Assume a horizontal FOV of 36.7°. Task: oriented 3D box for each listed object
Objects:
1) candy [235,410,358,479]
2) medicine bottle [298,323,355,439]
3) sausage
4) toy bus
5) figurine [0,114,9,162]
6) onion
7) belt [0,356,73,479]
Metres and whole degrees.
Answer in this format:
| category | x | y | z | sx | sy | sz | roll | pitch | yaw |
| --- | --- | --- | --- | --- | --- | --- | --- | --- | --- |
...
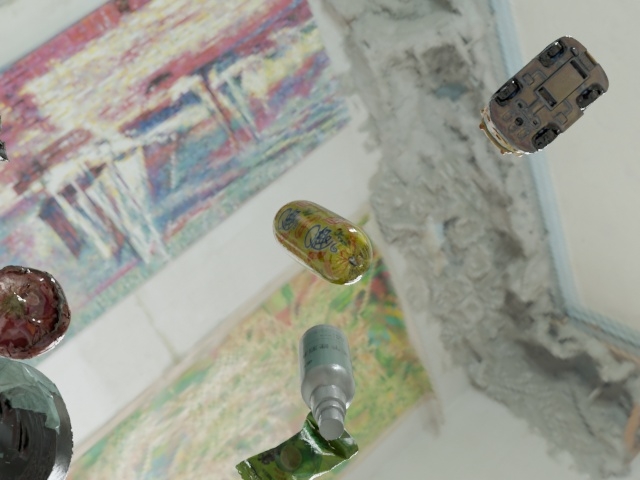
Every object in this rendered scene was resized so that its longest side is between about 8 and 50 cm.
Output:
| category | x | y | z | sx | sy | sz | roll | pitch | yaw |
| --- | --- | --- | --- | --- | --- | --- | --- | --- | --- |
| candy | -0.053 | 0.470 | 2.062 | 0.149 | 0.246 | 0.069 | 41 | -35 | 33 |
| medicine bottle | 0.013 | 0.283 | 1.911 | 0.110 | 0.110 | 0.352 | 56 | 9 | -17 |
| sausage | 0.000 | 0.000 | 1.873 | 0.123 | 0.123 | 0.347 | 59 | -12 | -24 |
| toy bus | 0.368 | -0.235 | 1.638 | 0.126 | 0.209 | 0.136 | 49 | -10 | -2 |
| figurine | -0.470 | -0.101 | 1.090 | 0.112 | 0.229 | 0.137 | -81 | 165 | -77 |
| onion | -0.542 | 0.140 | 1.738 | 0.184 | 0.184 | 0.147 | 43 | -36 | 17 |
| belt | -0.389 | 0.239 | 1.202 | 0.078 | 0.151 | 0.198 | 62 | 11 | -75 |
